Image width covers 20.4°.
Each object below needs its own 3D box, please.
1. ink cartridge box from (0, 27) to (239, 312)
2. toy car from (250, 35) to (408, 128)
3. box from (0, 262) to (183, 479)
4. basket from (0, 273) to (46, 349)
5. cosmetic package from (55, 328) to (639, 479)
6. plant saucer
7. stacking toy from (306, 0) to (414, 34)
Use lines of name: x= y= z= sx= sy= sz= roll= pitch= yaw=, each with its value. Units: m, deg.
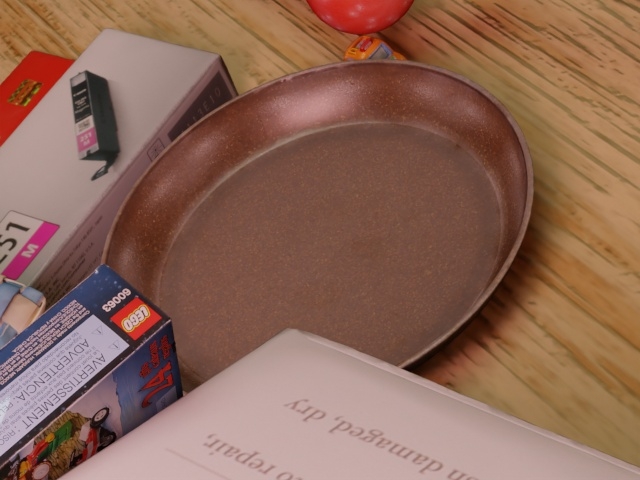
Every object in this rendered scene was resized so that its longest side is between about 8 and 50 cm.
ink cartridge box: x=-0.231 y=-0.054 z=1.372 sx=0.239 sy=0.060 sz=0.275 roll=17 pitch=58 yaw=34
toy car: x=0.007 y=-0.113 z=1.328 sx=0.122 sy=0.040 sz=0.060 roll=-35 pitch=44 yaw=-9
box: x=-0.126 y=0.134 z=0.793 sx=0.044 sy=0.233 sz=0.159 roll=36 pitch=63 yaw=24
basket: x=-0.340 y=0.093 z=1.159 sx=0.289 sy=0.201 sz=0.255 roll=23 pitch=56 yaw=3
cosmetic package: x=-0.011 y=0.297 z=0.669 sx=0.327 sy=0.329 sz=0.393 roll=21 pitch=39 yaw=37
plant saucer: x=0.000 y=0.000 z=1.221 sx=0.310 sy=0.050 sz=0.311 roll=-14 pitch=45 yaw=14
stacking toy: x=-0.024 y=-0.266 z=1.403 sx=0.141 sy=0.141 sz=0.330 roll=-32 pitch=41 yaw=-6
